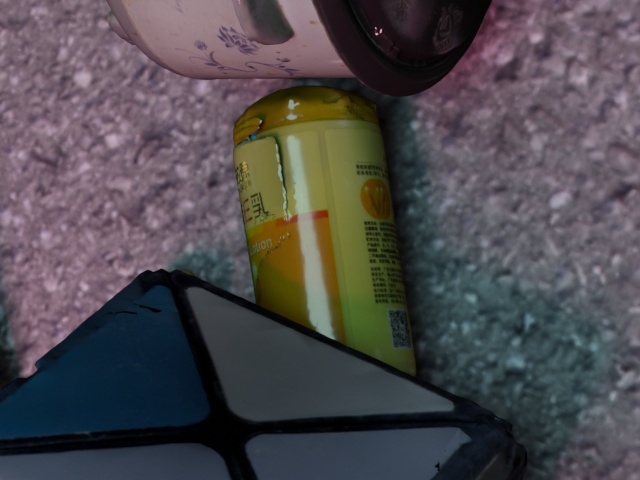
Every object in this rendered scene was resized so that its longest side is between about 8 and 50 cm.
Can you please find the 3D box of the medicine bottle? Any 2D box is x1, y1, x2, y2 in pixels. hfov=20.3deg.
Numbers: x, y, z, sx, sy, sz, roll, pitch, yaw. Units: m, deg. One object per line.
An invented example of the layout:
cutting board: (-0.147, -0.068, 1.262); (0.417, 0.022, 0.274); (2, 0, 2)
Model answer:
medicine bottle: (0.000, 0.000, 1.353); (0.124, 0.124, 0.239); (-13, 80, 22)

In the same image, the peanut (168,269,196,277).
peanut: (-0.140, 0.114, 1.427); (0.089, 0.089, 0.193); (27, 92, 23)

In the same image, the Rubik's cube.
Rubik's cube: (-0.077, 0.243, 1.203); (0.307, 0.310, 0.305); (25, 127, 17)

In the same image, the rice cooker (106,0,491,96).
rice cooker: (-0.004, -0.238, 1.294); (0.316, 0.317, 0.264); (-4, 122, 23)
